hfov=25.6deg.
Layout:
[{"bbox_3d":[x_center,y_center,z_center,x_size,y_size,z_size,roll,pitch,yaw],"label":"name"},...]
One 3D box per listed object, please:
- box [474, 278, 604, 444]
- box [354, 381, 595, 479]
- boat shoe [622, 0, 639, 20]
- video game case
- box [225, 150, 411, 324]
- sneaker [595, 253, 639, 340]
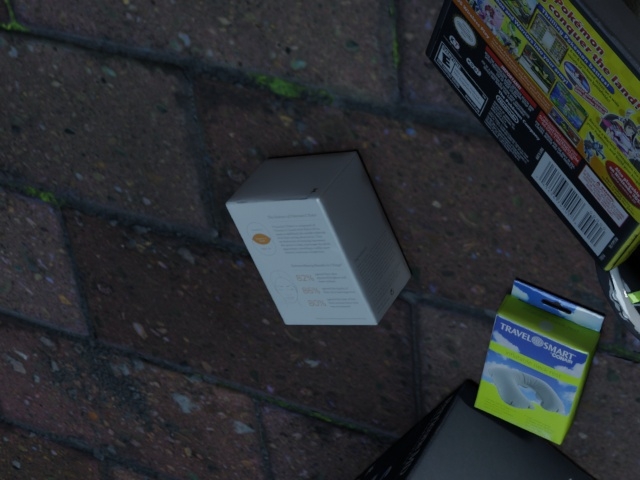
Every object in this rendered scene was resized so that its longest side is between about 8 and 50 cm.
[{"bbox_3d":[0.235,0.134,1.522,0.109,0.042,0.178,23,137,17],"label":"box"},{"bbox_3d":[0.101,0.406,1.668,0.212,0.293,0.395,39,138,0],"label":"box"},{"bbox_3d":[0.341,-0.185,1.127,0.320,0.103,0.118,21,123,22],"label":"boat shoe"},{"bbox_3d":[0.205,-0.131,1.198,0.275,0.035,0.248,53,160,16],"label":"video game case"},{"bbox_3d":[0.000,0.000,1.535,0.130,0.091,0.170,-2,125,37],"label":"box"},{"bbox_3d":[0.366,0.075,1.369,0.097,0.084,0.234,-40,100,24],"label":"sneaker"}]
